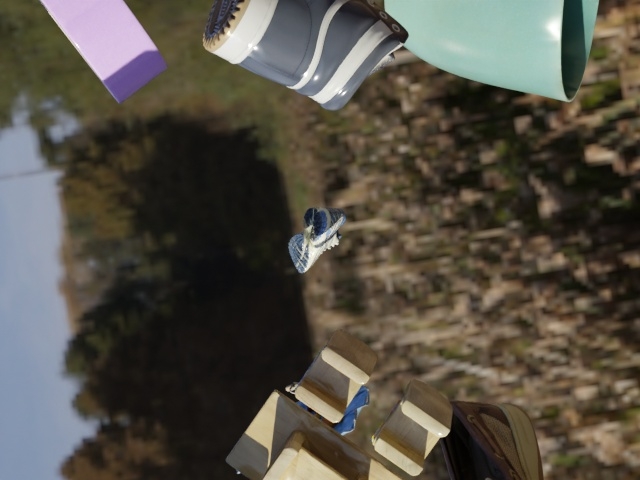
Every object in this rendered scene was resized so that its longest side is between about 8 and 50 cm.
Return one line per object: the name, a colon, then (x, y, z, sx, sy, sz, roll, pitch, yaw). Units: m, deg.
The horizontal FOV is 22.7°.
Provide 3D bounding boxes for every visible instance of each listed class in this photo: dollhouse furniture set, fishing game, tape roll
dollhouse furniture set: (0.044, 0.217, 1.336, 0.212, 0.242, 0.161, -55, -1, 10)
fishing game: (-0.026, 0.220, 1.912, 0.041, 0.189, 0.264, 60, -144, -16)
tape roll: (-0.329, -0.325, 2.217, 0.275, 0.090, 0.275, 52, 178, 3)

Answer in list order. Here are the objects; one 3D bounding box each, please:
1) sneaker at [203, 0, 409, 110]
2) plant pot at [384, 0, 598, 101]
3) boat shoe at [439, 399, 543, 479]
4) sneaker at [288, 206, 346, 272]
sneaker: (0.009, -0.240, 1.388, 0.099, 0.153, 0.282, -32, 33, 54)
plant pot: (0.213, -0.331, 1.986, 0.293, 0.235, 0.293, 9, -90, -74)
boat shoe: (0.201, 0.326, 1.823, 0.123, 0.123, 0.342, -47, 39, 38)
sneaker: (0.000, 0.000, 2.206, 0.052, 0.058, 0.135, 66, 149, 23)
